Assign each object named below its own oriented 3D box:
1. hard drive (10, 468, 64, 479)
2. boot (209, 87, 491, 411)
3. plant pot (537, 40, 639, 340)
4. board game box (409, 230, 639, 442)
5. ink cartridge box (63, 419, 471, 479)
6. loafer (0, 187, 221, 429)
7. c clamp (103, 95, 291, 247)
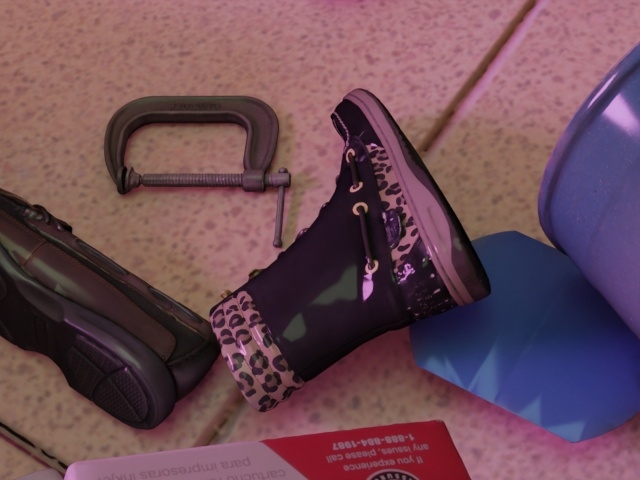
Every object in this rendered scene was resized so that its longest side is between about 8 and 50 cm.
[{"bbox_3d":[-0.148,0.288,0.627,0.233,0.047,0.353,-14,48,-44],"label":"hard drive"},{"bbox_3d":[-0.001,-0.001,0.836,0.178,0.085,0.236,-32,38,6],"label":"boot"},{"bbox_3d":[0.305,0.012,0.674,0.271,0.272,0.255,-25,58,-9],"label":"plant pot"},{"bbox_3d":[0.144,0.067,0.808,0.168,0.033,0.133,25,57,19],"label":"board game box"},{"bbox_3d":[0.004,0.250,0.584,0.226,0.131,0.306,-3,43,-23],"label":"ink cartridge box"},{"bbox_3d":[-0.187,0.030,0.854,0.267,0.096,0.084,36,48,19],"label":"loafer"},{"bbox_3d":[-0.096,-0.063,0.930,0.160,0.022,0.137,5,58,10],"label":"c clamp"}]
